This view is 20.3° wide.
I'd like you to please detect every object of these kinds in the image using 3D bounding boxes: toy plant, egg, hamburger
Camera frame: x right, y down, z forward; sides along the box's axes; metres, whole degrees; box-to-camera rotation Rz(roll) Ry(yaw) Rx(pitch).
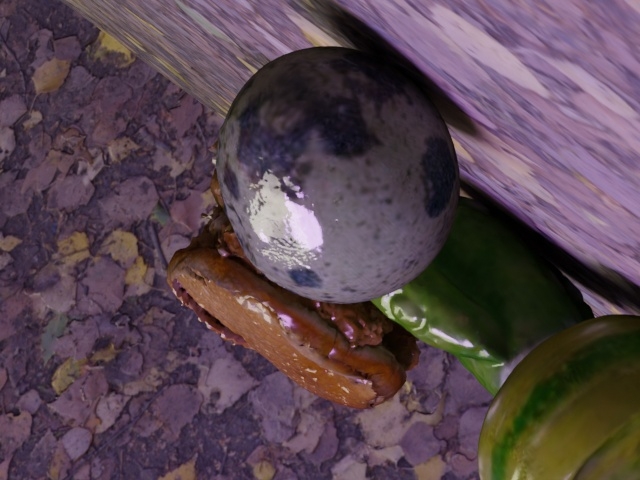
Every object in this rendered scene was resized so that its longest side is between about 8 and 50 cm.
[{"bbox_3d":[0.148,0.082,1.294,0.224,0.184,0.316,16,-157,-37],"label":"toy plant"},{"bbox_3d":[0.009,-0.039,1.028,0.141,0.141,0.181,37,168,27],"label":"egg"},{"bbox_3d":[-0.007,0.005,1.518,0.260,0.211,0.245,32,173,25],"label":"hamburger"}]
